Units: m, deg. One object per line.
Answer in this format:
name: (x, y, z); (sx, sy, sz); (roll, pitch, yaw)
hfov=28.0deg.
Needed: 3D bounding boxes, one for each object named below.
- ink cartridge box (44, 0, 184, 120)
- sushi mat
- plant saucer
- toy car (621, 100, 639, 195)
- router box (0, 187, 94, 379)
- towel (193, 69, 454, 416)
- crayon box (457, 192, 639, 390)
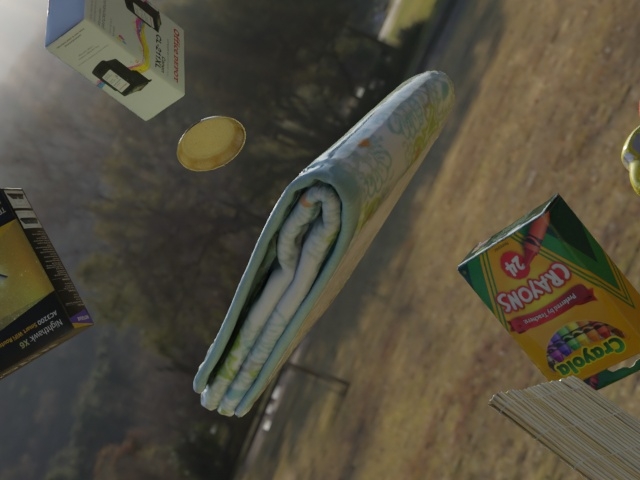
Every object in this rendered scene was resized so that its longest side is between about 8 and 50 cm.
ink cartridge box: (-0.252, -0.252, 1.601); (0.072, 0.175, 0.127); (-29, 46, 27)
sushi mat: (0.358, 0.252, 1.520); (0.316, 0.151, 0.019); (36, 125, 47)
plant saucer: (-0.127, -0.114, 1.471); (0.015, 0.083, 0.083); (61, 137, 36)
toy car: (0.396, -0.187, 1.478); (0.239, 0.053, 0.225); (-57, -24, -51)
router box: (-0.537, 0.099, 1.958); (0.309, 0.243, 0.081); (-31, -5, 12)
towel: (0.000, 0.000, 1.468); (0.374, 0.090, 0.320); (-59, -5, 37)
crayon box: (0.394, 0.106, 2.037); (0.202, 0.318, 0.081); (-37, 5, 43)
